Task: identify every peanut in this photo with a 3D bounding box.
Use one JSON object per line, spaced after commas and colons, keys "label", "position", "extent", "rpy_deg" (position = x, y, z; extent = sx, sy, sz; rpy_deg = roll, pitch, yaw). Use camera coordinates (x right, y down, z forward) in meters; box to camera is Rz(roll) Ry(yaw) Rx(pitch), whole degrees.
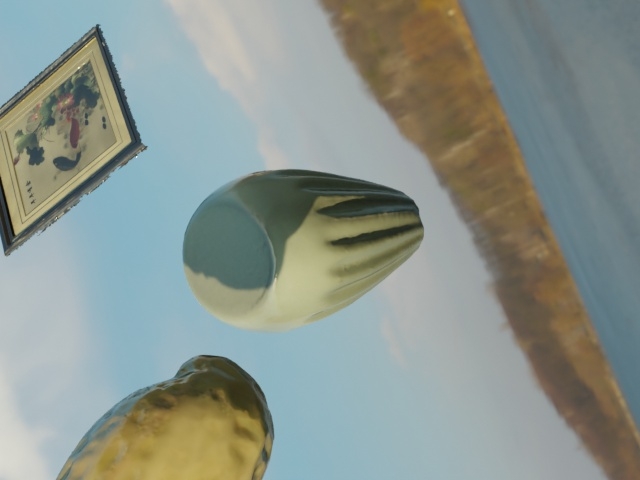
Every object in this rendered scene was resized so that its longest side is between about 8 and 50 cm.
{"label": "peanut", "position": [-0.093, 0.144, 0.583], "extent": [0.098, 0.214, 0.090], "rpy_deg": [30, 151, 4]}

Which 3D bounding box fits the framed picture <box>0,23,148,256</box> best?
{"label": "framed picture", "position": [-0.279, -0.107, 1.271], "extent": [0.010, 0.199, 0.195], "rpy_deg": [34, -155, -49]}

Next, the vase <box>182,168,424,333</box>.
{"label": "vase", "position": [0.000, 0.000, 1.000], "extent": [0.248, 0.128, 0.128], "rpy_deg": [-13, -102, -55]}
